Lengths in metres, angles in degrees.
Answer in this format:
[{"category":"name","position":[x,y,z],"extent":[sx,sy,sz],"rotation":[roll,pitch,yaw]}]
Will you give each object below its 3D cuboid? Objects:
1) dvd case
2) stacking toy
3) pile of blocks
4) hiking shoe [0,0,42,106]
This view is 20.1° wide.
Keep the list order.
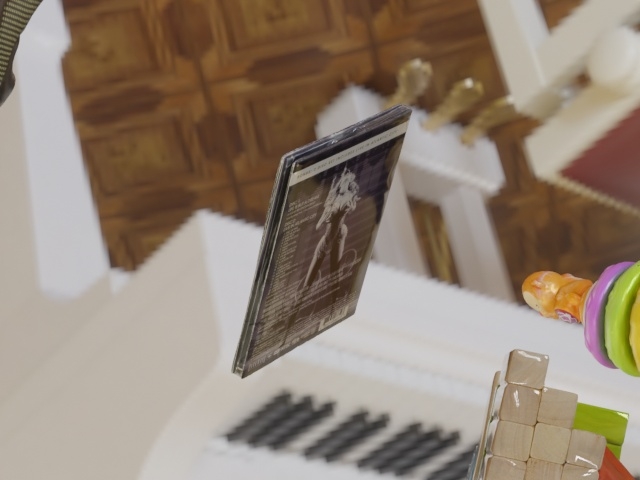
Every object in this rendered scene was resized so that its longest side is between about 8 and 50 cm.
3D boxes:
[{"category":"dvd case","position":[0.000,0.000,1.535],"extent":[0.164,0.018,0.221],"rotation":[-27,141,-47]},{"category":"stacking toy","position":[0.314,0.073,1.722],"extent":[0.301,0.166,0.175],"rotation":[11,162,41]},{"category":"pile of blocks","position":[0.148,0.182,1.163],"extent":[0.112,0.149,0.362],"rotation":[13,150,3]},{"category":"hiking shoe","position":[-0.143,-0.150,0.715],"extent":[0.086,0.227,0.114],"rotation":[6,166,15]}]
